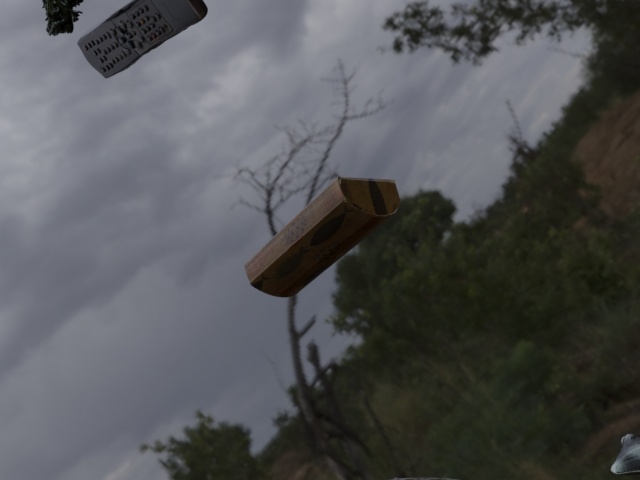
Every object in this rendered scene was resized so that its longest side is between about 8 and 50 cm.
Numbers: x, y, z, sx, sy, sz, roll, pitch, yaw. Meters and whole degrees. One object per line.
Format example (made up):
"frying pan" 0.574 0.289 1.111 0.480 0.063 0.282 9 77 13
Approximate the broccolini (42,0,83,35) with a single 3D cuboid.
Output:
"broccolini" -0.297 -0.313 0.920 0.057 0.071 0.254 -33 -44 -12

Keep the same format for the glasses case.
"glasses case" 0.000 0.000 0.864 0.064 0.041 0.170 1 -27 -36

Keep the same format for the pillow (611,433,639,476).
"pillow" 0.494 0.315 1.362 0.055 0.135 0.091 53 -134 -41

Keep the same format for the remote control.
"remote control" -0.189 -0.221 0.986 0.212 0.059 0.028 -13 34 50

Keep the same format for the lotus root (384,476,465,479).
"lotus root" 0.152 0.441 1.254 0.250 0.345 0.251 -169 90 -80
